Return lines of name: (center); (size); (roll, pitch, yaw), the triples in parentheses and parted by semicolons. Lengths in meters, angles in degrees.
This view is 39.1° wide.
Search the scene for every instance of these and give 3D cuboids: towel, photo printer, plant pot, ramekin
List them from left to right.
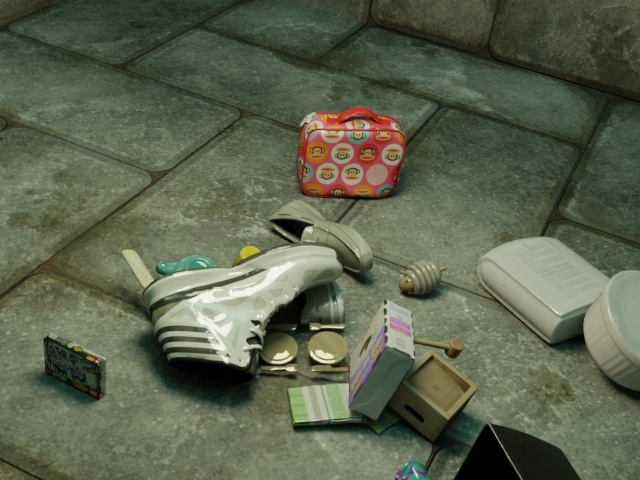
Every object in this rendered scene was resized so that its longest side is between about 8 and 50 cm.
towel: (0.013, 0.335, 1.831); (0.151, 0.023, 0.113); (-3, 30, -8)
towel: (0.126, 0.359, 1.835); (0.083, 0.009, 0.060); (-25, 48, -38)
plant pot: (0.366, 0.459, 1.611); (0.166, 0.188, 0.187); (8, 32, -25)
photo printer: (0.554, 0.105, 2.213); (0.256, 0.107, 0.307); (-15, 40, -31)
ramekin: (0.713, 0.213, 2.011); (0.272, 0.127, 0.273); (14, 51, -18)

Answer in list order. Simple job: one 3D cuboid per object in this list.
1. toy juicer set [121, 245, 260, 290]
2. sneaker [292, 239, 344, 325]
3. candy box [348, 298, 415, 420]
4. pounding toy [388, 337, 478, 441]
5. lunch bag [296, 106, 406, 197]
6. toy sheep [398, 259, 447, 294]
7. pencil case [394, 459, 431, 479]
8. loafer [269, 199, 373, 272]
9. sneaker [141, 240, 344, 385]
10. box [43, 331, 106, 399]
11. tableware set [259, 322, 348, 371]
toy juicer set: (-0.278, 0.117, 2.044); (0.328, 0.089, 0.209); (-1, 53, -21)
sneaker: (-0.032, 0.093, 2.103); (0.115, 0.105, 0.281); (-9, 35, -14)
candy box: (0.123, 0.239, 1.837); (0.070, 0.165, 0.196); (25, 23, -8)
pounding toy: (0.228, 0.286, 1.871); (0.181, 0.094, 0.206); (38, 42, 18)
lunch bag: (0.084, -0.249, 2.486); (0.293, 0.258, 0.120); (2, 35, -11)
toy sheep: (0.249, 0.088, 2.191); (0.132, 0.091, 0.091); (-27, 45, -15)
pencil case: (0.185, 0.476, 1.632); (0.070, 0.065, 0.152); (10, 30, -28)
loafer: (0.000, 0.000, 2.249); (0.111, 0.112, 0.319); (-26, 40, -33)
sneaker: (-0.130, 0.170, 1.912); (0.447, 0.169, 0.258); (-14, 66, -19)
box: (-0.486, 0.249, 1.784); (0.137, 0.094, 0.027); (21, 36, 18)
tableware set: (-0.038, 0.241, 1.948); (0.194, 0.039, 0.128); (0, 47, -2)
